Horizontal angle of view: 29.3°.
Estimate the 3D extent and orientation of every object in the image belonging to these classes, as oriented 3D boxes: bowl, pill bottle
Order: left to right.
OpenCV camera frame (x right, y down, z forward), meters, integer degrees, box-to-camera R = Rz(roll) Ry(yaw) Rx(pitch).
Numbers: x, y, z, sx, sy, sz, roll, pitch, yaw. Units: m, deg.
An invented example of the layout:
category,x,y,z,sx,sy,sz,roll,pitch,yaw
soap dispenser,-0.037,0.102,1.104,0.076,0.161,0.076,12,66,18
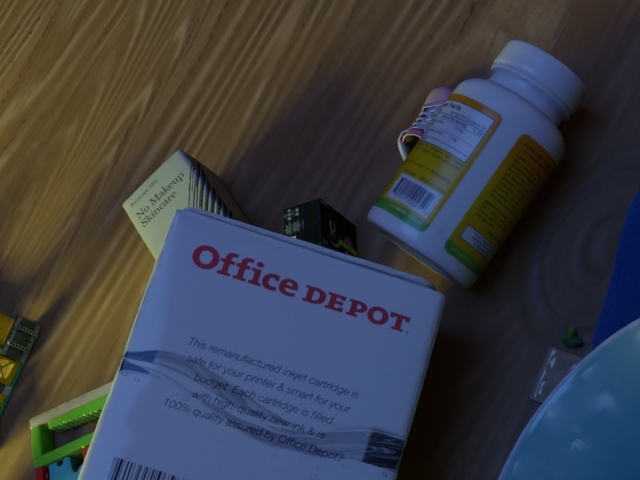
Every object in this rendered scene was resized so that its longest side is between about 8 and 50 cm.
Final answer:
category,x,y,z,sx,sy,sz,roll,pitch,yaw
pill bottle,0.172,-0.084,1.297,0.136,0.136,0.246,34,88,39
bowl,0.292,0.215,0.975,0.311,0.163,0.311,-49,14,17

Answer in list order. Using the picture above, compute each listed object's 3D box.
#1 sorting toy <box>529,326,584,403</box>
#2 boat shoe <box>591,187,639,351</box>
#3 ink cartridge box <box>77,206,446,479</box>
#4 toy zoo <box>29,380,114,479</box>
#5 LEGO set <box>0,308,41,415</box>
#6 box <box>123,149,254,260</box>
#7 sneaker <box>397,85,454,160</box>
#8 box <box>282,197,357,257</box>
category,x,y,z,sx,sy,sz,roll,pitch,yaw
sorting toy,0.249,0.129,1.222,0.062,0.012,0.083,17,81,43
boat shoe,0.334,0.024,1.174,0.109,0.089,0.258,25,88,52
ink cartridge box,-0.069,0.203,1.219,0.285,0.166,0.395,18,75,0
toy zoo,-0.257,0.315,1.452,0.192,0.030,0.293,-25,56,21
LEGO set,-0.552,0.145,1.624,0.331,0.192,0.255,25,82,39
box,-0.125,0.022,1.467,0.113,0.094,0.275,-44,52,7
sneaker,0.126,-0.127,1.392,0.051,0.070,0.134,-6,64,33
box,0.000,0.000,1.402,0.052,0.083,0.062,-18,59,27
